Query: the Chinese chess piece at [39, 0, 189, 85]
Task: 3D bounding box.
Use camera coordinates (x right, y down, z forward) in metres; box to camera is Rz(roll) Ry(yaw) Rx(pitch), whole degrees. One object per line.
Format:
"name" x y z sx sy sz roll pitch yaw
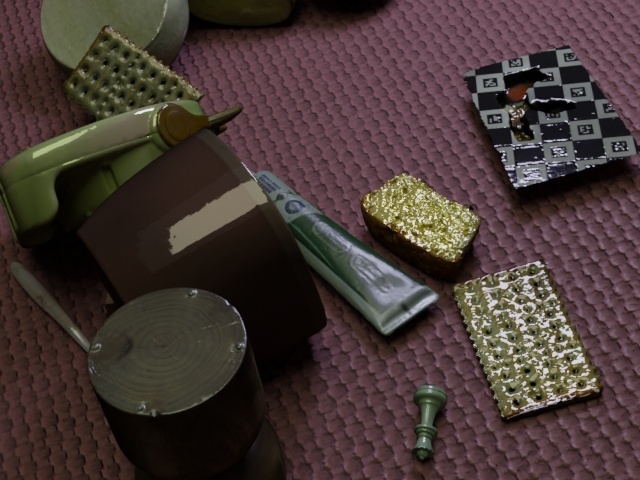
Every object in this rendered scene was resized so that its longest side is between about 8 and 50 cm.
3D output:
"Chinese chess piece" -0.339 -0.368 2.102 0.250 0.101 0.250 -5 74 16

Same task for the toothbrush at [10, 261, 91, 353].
"toothbrush" -0.355 0.107 1.750 0.025 0.029 0.307 -39 51 -15

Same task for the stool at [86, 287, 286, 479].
"stool" -0.147 0.203 1.451 0.179 0.264 0.179 -6 45 6

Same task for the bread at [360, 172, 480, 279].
"bread" 0.143 -0.018 1.755 0.187 0.065 0.103 29 56 34

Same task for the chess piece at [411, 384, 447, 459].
"chess piece" 0.129 0.224 1.540 0.042 0.042 0.093 2 53 13

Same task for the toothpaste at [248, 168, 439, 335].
"toothpaste" 0.000 0.000 1.769 0.099 0.061 0.392 -34 53 -22

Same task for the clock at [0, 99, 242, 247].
"clock" -0.274 -0.099 1.786 0.348 0.286 0.117 -21 89 -14

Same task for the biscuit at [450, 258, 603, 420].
"biscuit" 0.262 0.124 1.625 0.139 0.016 0.231 -15 45 -3

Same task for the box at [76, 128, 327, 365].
"box" -0.157 0.039 1.612 0.216 0.301 0.301 -33 49 -10

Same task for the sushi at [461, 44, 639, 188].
"sushi" 0.330 -0.175 1.884 0.192 0.043 0.279 -16 45 -5

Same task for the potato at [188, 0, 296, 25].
"potato" -0.170 -0.457 2.189 0.298 0.141 0.176 20 63 28

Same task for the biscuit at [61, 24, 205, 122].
"biscuit" -0.300 -0.233 2.006 0.203 0.016 0.144 38 94 9

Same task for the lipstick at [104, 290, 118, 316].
"lipstick" -0.270 0.047 1.782 0.045 0.045 0.145 -5 45 4
